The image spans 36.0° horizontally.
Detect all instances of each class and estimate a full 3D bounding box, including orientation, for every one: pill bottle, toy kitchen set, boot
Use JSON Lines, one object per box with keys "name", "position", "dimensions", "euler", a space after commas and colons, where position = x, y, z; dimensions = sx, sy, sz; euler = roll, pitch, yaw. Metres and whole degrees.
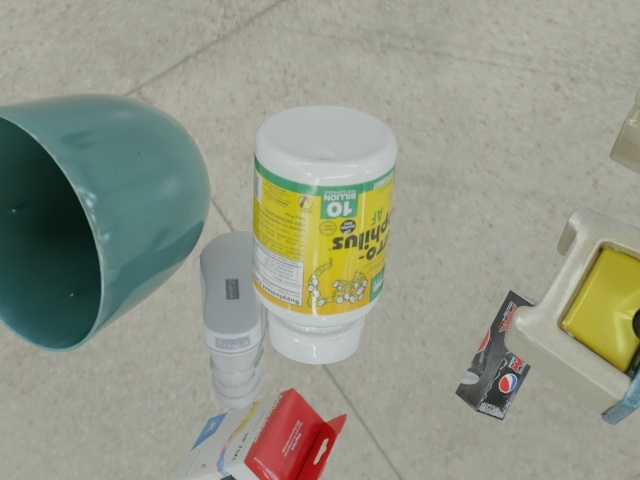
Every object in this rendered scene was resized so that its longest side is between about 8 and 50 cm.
{"name": "pill bottle", "position": [0.000, 0.000, 0.847], "dimensions": [0.118, 0.117, 0.208], "euler": [1, 123, -4]}
{"name": "toy kitchen set", "position": [0.171, -0.020, 0.385], "dimensions": [0.122, 0.207, 0.166], "euler": [29, 72, 15]}
{"name": "boot", "position": [-0.109, 0.097, 1.243], "dimensions": [0.095, 0.258, 0.123], "euler": [2, 120, 0]}

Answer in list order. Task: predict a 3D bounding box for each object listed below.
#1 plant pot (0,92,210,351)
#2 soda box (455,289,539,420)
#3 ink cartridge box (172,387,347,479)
{"name": "plant pot", "position": [-0.277, -0.046, 1.198], "dimensions": [0.293, 0.235, 0.293], "euler": [18, 121, 32]}
{"name": "soda box", "position": [0.256, 0.158, 1.357], "dimensions": [0.053, 0.060, 0.169], "euler": [23, 98, -30]}
{"name": "ink cartridge box", "position": [-0.084, 0.288, 1.352], "dimensions": [0.231, 0.134, 0.078], "euler": [-27, 112, 38]}
